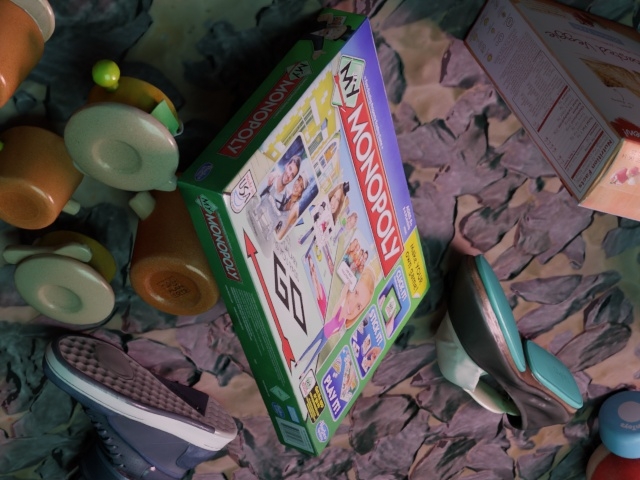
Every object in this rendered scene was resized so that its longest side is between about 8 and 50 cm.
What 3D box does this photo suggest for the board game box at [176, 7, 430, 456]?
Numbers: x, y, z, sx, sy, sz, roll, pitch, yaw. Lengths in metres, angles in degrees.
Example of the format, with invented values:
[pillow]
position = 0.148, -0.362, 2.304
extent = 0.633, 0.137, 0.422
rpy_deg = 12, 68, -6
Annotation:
[board game box]
position = 0.000, 0.000, 1.131
extent = 0.213, 0.046, 0.317
rpy_deg = -53, 144, -31

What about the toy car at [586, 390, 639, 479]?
[toy car]
position = 0.432, 0.302, 1.521
extent = 0.210, 0.238, 0.219
rpy_deg = -18, 134, -7

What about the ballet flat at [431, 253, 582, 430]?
[ballet flat]
position = 0.173, 0.118, 1.363
extent = 0.096, 0.095, 0.280
rpy_deg = -25, 135, 17

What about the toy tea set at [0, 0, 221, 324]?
[toy tea set]
position = -0.170, -0.071, 1.070
extent = 0.200, 0.124, 0.336
rpy_deg = 3, 139, 15

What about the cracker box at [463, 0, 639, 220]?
[cracker box]
position = 0.230, -0.105, 1.090
extent = 0.155, 0.232, 0.067
rpy_deg = 12, 124, -30

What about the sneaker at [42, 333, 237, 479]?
[sneaker]
position = -0.205, 0.187, 1.270
extent = 0.163, 0.086, 0.226
rpy_deg = -43, 132, 13
